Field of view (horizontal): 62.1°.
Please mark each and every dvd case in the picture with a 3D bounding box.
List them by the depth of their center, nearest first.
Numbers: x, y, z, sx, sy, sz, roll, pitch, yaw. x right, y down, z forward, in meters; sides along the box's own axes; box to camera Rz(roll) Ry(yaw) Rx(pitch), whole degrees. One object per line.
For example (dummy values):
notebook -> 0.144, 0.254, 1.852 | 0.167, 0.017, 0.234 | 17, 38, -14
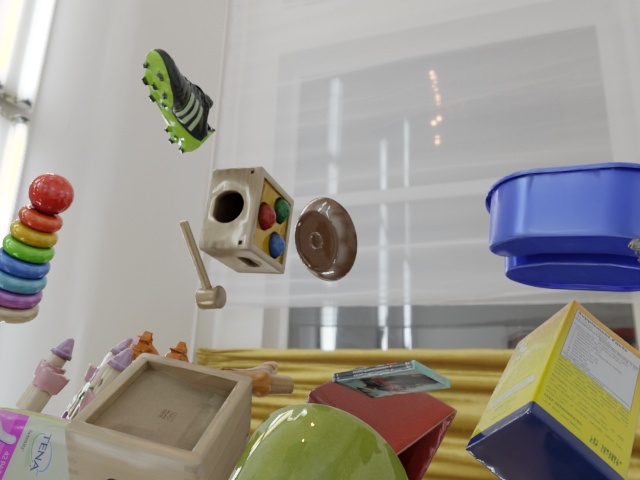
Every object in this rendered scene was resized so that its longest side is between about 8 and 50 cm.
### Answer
dvd case -> 0.088, 0.174, 0.661 | 0.087, 0.119, 0.013 | 34, -130, -40

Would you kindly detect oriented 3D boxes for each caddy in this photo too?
caddy -> 0.464, -0.034, 0.951 | 0.241, 0.341, 0.179 | 44, -125, -46

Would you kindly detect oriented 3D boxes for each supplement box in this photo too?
supplement box -> 0.472, 0.319, 1.045 | 0.356, 0.194, 0.195 | -38, -14, -45

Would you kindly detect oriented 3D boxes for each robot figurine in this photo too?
robot figurine -> -0.358, 0.355, 1.307 | 0.085, 0.211, 0.291 | -57, -30, -42

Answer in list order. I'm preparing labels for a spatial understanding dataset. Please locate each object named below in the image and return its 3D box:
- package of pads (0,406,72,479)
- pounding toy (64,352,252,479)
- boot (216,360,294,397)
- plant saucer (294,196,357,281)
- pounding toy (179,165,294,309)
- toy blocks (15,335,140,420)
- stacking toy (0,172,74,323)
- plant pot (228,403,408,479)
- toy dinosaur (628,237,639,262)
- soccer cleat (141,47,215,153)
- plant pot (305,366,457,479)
package of pads -> -0.397, 0.386, 0.789 | 0.101, 0.297, 0.229 | 134, 153, -56
pounding toy -> -0.142, 0.170, 0.462 | 0.130, 0.141, 0.100 | -53, -29, -66
boot -> -0.224, 0.407, 1.584 | 0.295, 0.211, 0.104 | -13, 67, 64
plant saucer -> 0.000, 0.000, 1.225 | 0.036, 0.199, 0.198 | -11, -84, -45
pounding toy -> -0.116, 0.001, 0.770 | 0.181, 0.094, 0.206 | 46, -133, -62
toy blocks -> -0.504, 0.347, 1.248 | 0.309, 0.289, 0.260 | 36, -112, -19
stacking toy -> -0.632, 0.007, 1.149 | 0.330, 0.141, 0.141 | -65, -17, 8
plant pot -> -0.045, 0.411, 0.700 | 0.293, 0.275, 0.274 | -31, -65, -65
toy dinosaur -> 0.506, -0.084, 0.607 | 0.218, 0.322, 0.164 | 48, -175, -10
soccer cleat -> -0.183, -0.189, 0.703 | 0.072, 0.060, 0.179 | -43, -20, -20
plant pot -> 0.091, 0.436, 1.160 | 0.267, 0.236, 0.267 | -11, -53, -46
